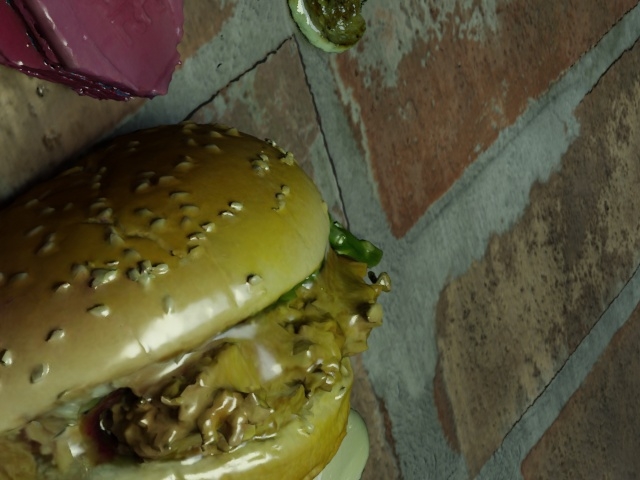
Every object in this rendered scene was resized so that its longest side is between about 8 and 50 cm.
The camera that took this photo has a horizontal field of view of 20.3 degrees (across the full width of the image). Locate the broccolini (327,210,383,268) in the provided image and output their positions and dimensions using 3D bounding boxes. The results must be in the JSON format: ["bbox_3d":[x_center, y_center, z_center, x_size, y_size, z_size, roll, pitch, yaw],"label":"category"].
[{"bbox_3d":[0.001,0.002,1.726,0.216,0.067,0.058,35,71,-61],"label":"broccolini"}]

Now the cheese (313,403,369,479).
[{"bbox_3d":[-0.003,0.177,1.677,0.127,0.054,0.251,-56,157,-31],"label":"cheese"}]

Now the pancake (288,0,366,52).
[{"bbox_3d":[0.009,-0.243,1.708,0.116,0.023,0.129,-28,114,-49],"label":"pancake"}]

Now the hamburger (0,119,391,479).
[{"bbox_3d":[-0.103,0.071,1.399,0.445,0.287,0.268,-37,123,-47],"label":"hamburger"}]

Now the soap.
[{"bbox_3d":[-0.200,-0.210,1.370,0.250,0.099,0.162,61,43,-40],"label":"soap"}]
